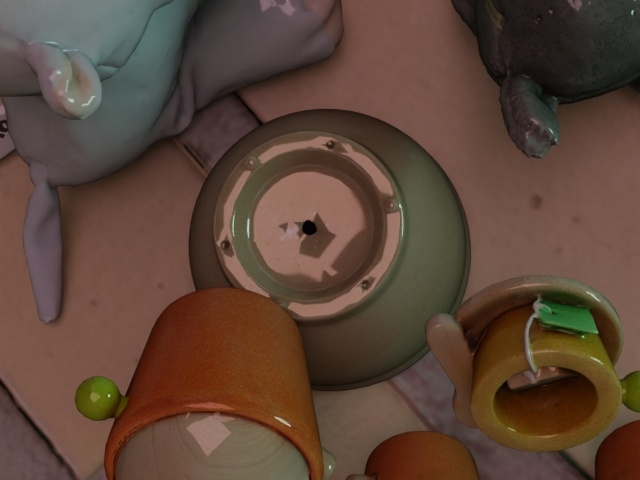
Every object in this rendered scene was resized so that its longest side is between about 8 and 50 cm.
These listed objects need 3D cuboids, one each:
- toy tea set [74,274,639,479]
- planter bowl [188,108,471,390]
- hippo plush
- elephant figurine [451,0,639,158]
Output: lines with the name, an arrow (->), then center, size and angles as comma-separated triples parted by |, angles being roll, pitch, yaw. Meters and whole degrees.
toy tea set -> 0.051, 0.122, 0.531 | 0.336, 0.200, 0.124 | -3, 40, 4
planter bowl -> 0.000, 0.000, 0.603 | 0.162, 0.109, 0.162 | -1, 83, 7
hippo plush -> -0.142, -0.146, 0.576 | 0.294, 0.236, 0.234 | -42, 80, 0
elephant figurine -> 0.199, -0.156, 0.588 | 0.240, 0.169, 0.186 | -1, 111, -9
